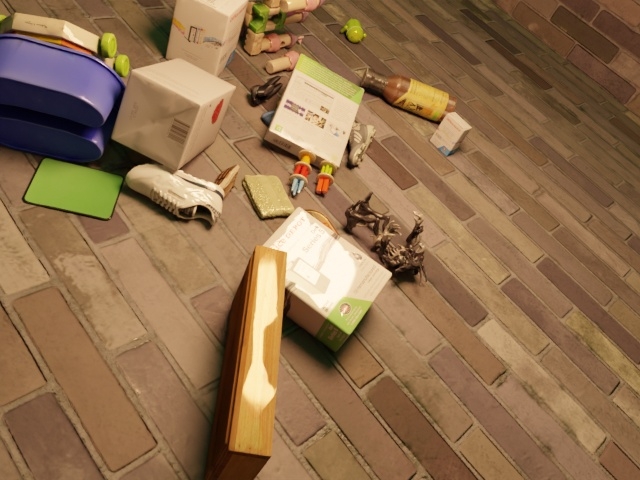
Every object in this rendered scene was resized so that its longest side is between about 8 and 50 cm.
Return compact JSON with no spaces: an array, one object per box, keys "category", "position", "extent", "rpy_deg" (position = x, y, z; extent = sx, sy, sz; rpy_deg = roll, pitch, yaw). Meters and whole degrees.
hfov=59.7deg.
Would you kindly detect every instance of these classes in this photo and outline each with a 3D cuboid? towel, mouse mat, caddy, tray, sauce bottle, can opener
[{"category":"towel","position":[-0.137,-0.119,1.475],"extent":[0.110,0.027,0.148],"rpy_deg":[-7,55,-30]},{"category":"towel","position":[-0.122,-0.349,1.688],"extent":[0.067,0.029,0.119],"rpy_deg":[-26,66,-39]},{"category":"mouse mat","position":[-0.562,-0.120,1.281],"extent":[0.190,0.007,0.152],"rpy_deg":[13,46,-14]},{"category":"caddy","position":[-0.619,-0.330,1.277],"extent":[0.341,0.241,0.179],"rpy_deg":[12,51,-17]},{"category":"tray","position":[-0.136,0.229,1.036],"extent":[0.076,0.203,0.411],"rpy_deg":[14,46,-14]},{"category":"sauce bottle","position":[0.314,-0.528,2.009],"extent":[0.344,0.111,0.111],"rpy_deg":[19,45,-8]},{"category":"can opener","position":[-0.165,-0.476,1.766],"extent":[0.073,0.059,0.186],"rpy_deg":[9,31,18]}]

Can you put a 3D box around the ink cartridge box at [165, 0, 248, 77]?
[{"category":"ink cartridge box","position":[-0.346,-0.652,1.704],"extent":[0.168,0.232,0.171],"rpy_deg":[26,44,-3]}]

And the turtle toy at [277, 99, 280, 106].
[{"category":"turtle toy","position":[-0.083,-0.428,1.743],"extent":[0.095,0.066,0.130],"rpy_deg":[23,24,-15]}]

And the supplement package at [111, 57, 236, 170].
[{"category":"supplement package","position":[-0.353,-0.324,1.386],"extent":[0.175,0.177,0.293],"rpy_deg":[26,25,-3]}]

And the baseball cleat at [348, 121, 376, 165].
[{"category":"baseball cleat","position":[0.102,-0.303,1.743],"extent":[0.109,0.072,0.206],"rpy_deg":[19,41,12]}]

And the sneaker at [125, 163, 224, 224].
[{"category":"sneaker","position":[-0.347,-0.109,1.325],"extent":[0.235,0.090,0.095],"rpy_deg":[14,55,-12]}]

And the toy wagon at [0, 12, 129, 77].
[{"category":"toy wagon","position":[-0.617,-0.452,1.372],"extent":[0.267,0.344,0.068],"rpy_deg":[9,84,-4]}]

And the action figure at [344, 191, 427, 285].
[{"category":"action figure","position":[0.195,-0.011,1.465],"extent":[0.276,0.141,0.164],"rpy_deg":[43,34,16]}]

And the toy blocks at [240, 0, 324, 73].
[{"category":"toy blocks","position":[-0.136,-0.778,1.890],"extent":[0.309,0.288,0.260],"rpy_deg":[44,50,19]}]

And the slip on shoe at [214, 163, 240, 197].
[{"category":"slip on shoe","position":[-0.241,-0.151,1.446],"extent":[0.041,0.051,0.135],"rpy_deg":[60,28,-25]}]

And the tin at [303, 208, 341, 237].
[{"category":"tin","position":[0.000,0.000,1.430],"extent":[0.106,0.040,0.189],"rpy_deg":[-16,60,-31]}]

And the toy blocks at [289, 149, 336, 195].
[{"category":"toy blocks","position":[-0.023,-0.171,1.559],"extent":[0.123,0.054,0.148],"rpy_deg":[25,53,-13]}]

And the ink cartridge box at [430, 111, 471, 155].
[{"category":"ink cartridge box","position":[0.448,-0.367,1.918],"extent":[0.052,0.122,0.088],"rpy_deg":[-23,64,-39]}]

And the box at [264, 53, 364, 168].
[{"category":"box","position":[-0.012,-0.383,1.674],"extent":[0.232,0.058,0.322],"rpy_deg":[26,62,-14]}]

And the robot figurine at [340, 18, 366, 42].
[{"category":"robot figurine","position":[0.134,-0.837,2.226],"extent":[0.101,0.067,0.115],"rpy_deg":[14,46,-26]}]

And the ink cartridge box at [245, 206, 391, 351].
[{"category":"ink cartridge box","position":[-0.010,0.085,1.270],"extent":[0.273,0.115,0.198],"rpy_deg":[36,56,6]}]
